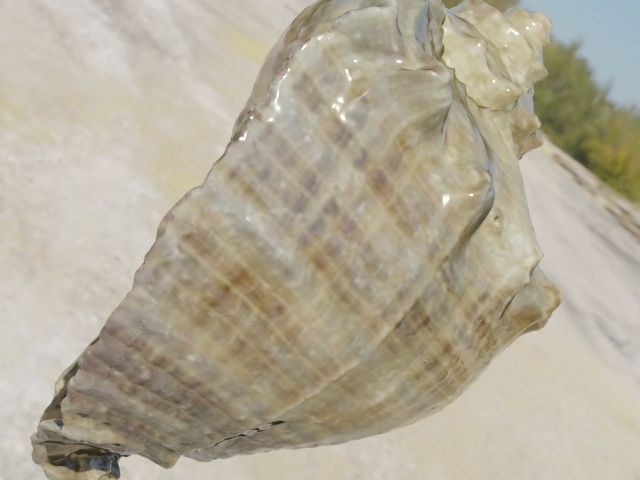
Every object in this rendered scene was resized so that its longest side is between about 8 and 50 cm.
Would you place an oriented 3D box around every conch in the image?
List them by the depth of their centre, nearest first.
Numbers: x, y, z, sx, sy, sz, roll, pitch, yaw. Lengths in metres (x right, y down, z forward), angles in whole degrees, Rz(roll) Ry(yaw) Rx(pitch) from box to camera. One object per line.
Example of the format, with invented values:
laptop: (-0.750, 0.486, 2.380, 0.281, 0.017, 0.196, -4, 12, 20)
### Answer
conch: (0.016, 0.008, 0.685, 0.210, 0.352, 0.297, 28, -10, 8)
